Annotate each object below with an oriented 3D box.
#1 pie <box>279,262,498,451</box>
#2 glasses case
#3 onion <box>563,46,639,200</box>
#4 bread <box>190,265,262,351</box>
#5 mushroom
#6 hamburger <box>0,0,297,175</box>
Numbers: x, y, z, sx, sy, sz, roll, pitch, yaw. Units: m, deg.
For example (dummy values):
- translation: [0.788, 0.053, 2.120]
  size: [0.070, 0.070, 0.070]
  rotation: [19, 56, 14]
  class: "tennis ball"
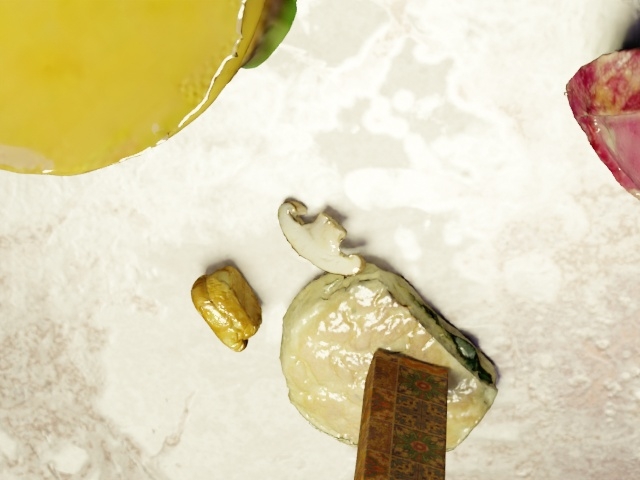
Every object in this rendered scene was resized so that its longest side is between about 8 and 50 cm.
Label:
- translation: [0.053, 0.128, 1.580]
  size: [0.185, 0.052, 0.218]
  rotation: [-39, 105, 21]
  class: "pie"
- translation: [0.071, 0.182, 1.452]
  size: [0.075, 0.218, 0.049]
  rotation: [16, 118, -3]
  class: "glasses case"
- translation: [0.314, -0.061, 1.332]
  size: [0.247, 0.250, 0.111]
  rotation: [10, 77, 18]
  class: "onion"
- translation: [-0.090, 0.064, 1.563]
  size: [0.046, 0.081, 0.083]
  rotation: [-31, 139, 12]
  class: "bread"
- translation: [0.000, 0.000, 1.532]
  size: [0.101, 0.019, 0.049]
  rotation: [41, 115, 14]
  class: "mushroom"
- translation: [-0.196, -0.249, 1.323]
  size: [0.396, 0.277, 0.395]
  rotation: [4, 112, 9]
  class: "hamburger"
